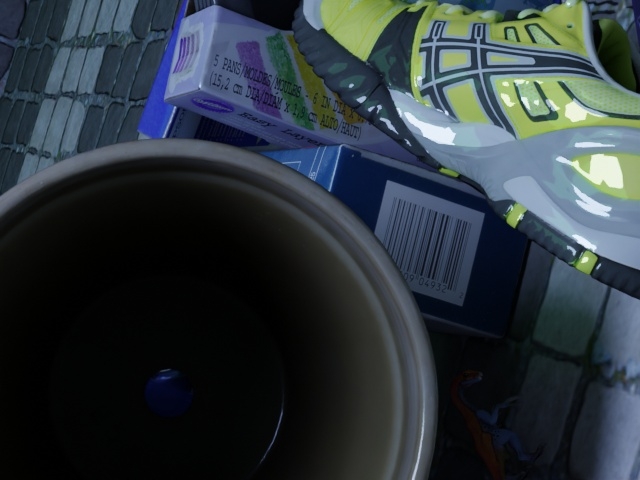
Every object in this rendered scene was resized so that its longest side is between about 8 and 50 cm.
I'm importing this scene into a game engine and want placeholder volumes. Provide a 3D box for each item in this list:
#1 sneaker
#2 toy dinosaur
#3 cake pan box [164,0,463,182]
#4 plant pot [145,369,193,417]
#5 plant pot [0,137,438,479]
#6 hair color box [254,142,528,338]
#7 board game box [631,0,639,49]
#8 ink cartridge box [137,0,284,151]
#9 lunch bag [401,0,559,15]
[{"bbox_3d":[0.135,-0.097,1.187,0.384,0.145,0.147,37,99,37],"label":"sneaker"},{"bbox_3d":[0.115,0.127,1.214,0.082,0.090,0.047,36,128,18],"label":"toy dinosaur"},{"bbox_3d":[0.018,-0.188,1.386,0.070,0.266,0.246,-11,64,57],"label":"cake pan box"},{"bbox_3d":[-0.106,0.215,1.440,0.212,0.236,0.236,141,139,-60],"label":"plant pot"},{"bbox_3d":[-0.100,0.104,1.170,0.280,0.323,0.323,160,126,-85],"label":"plant pot"},{"bbox_3d":[0.000,0.000,1.412,0.347,0.173,0.105,0,74,64],"label":"hair color box"},{"bbox_3d":[0.246,-0.151,1.032,0.048,0.141,0.170,-44,37,45],"label":"board game box"},{"bbox_3d":[-0.073,-0.167,1.568,0.371,0.069,0.176,-19,-49,-76],"label":"ink cartridge box"},{"bbox_3d":[0.116,-0.212,1.358,0.096,0.128,0.151,-20,55,55],"label":"lunch bag"}]
